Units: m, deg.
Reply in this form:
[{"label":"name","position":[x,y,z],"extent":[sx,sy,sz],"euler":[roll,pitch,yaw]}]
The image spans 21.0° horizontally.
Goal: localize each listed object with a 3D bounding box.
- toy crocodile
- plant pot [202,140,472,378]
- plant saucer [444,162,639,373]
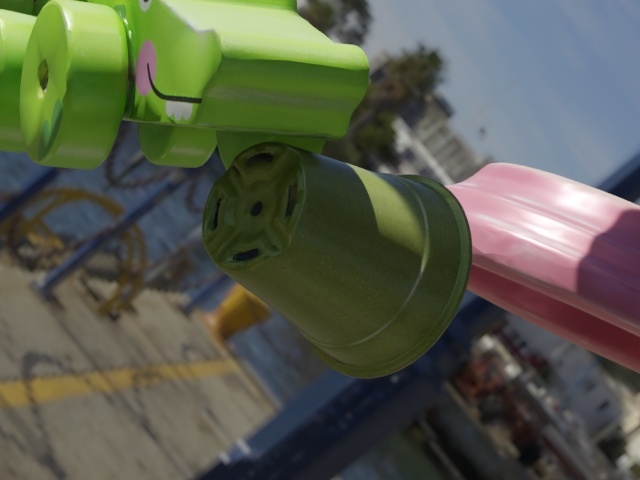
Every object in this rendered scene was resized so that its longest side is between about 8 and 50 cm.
[{"label":"toy crocodile","position":[-0.079,-0.083,0.748],"extent":[0.115,0.105,0.340],"euler":[4,5,-23]},{"label":"plant pot","position":[0.000,0.000,0.643],"extent":[0.079,0.083,0.083],"euler":[28,18,-43]},{"label":"plant saucer","position":[0.215,0.034,1.230],"extent":[0.332,0.084,0.332],"euler":[25,-3,1]}]
